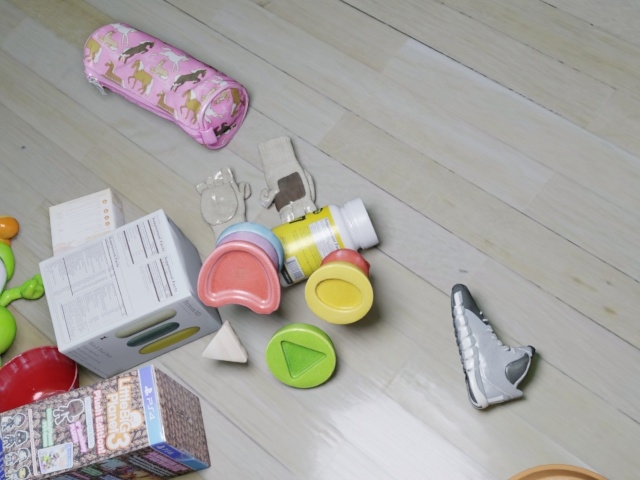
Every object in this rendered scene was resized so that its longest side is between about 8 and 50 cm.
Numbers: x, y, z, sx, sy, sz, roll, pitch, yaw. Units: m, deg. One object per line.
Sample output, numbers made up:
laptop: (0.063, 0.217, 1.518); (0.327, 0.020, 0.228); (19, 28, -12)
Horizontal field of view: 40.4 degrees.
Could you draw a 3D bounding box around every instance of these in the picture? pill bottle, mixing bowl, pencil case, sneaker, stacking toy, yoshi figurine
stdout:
pill bottle: (0.000, 0.000, 1.695); (0.209, 0.119, 0.119); (-23, 63, 2)
mixing bowl: (-0.541, 0.304, 1.686); (0.182, 0.098, 0.181); (-8, 41, 7)
pencil case: (-0.342, -0.344, 1.915); (0.386, 0.160, 0.167); (29, 100, 23)
sneaker: (0.313, 0.181, 1.564); (0.132, 0.086, 0.228); (-10, 74, 4)
stacking toy: (-0.069, 0.110, 1.619); (0.309, 0.279, 0.130); (16, 28, 0)
yoshi figurine: (-0.683, 0.105, 1.778); (0.204, 0.203, 0.362); (-12, 67, 1)

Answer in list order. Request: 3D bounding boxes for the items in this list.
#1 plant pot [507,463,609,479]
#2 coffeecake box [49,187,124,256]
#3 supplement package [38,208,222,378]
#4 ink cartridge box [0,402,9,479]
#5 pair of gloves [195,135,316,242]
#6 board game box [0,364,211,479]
plant pot: (0.374, 0.477, 1.338); (0.291, 0.203, 0.290); (-6, 64, 12)
coffeecake box: (-0.488, 0.001, 1.842); (0.143, 0.068, 0.185); (-17, 63, 6)
supplement package: (-0.363, 0.109, 1.688); (0.263, 0.199, 0.198); (-24, 63, 2)
ink cartridge box: (-0.622, 0.459, 1.647); (0.176, 0.069, 0.371); (-43, 61, 9)
pair of gloves: (-0.132, -0.091, 1.813); (0.240, 0.042, 0.204); (-27, 66, 3)
board game box: (-0.379, 0.359, 1.561); (0.291, 0.232, 0.141); (-18, 63, 5)
